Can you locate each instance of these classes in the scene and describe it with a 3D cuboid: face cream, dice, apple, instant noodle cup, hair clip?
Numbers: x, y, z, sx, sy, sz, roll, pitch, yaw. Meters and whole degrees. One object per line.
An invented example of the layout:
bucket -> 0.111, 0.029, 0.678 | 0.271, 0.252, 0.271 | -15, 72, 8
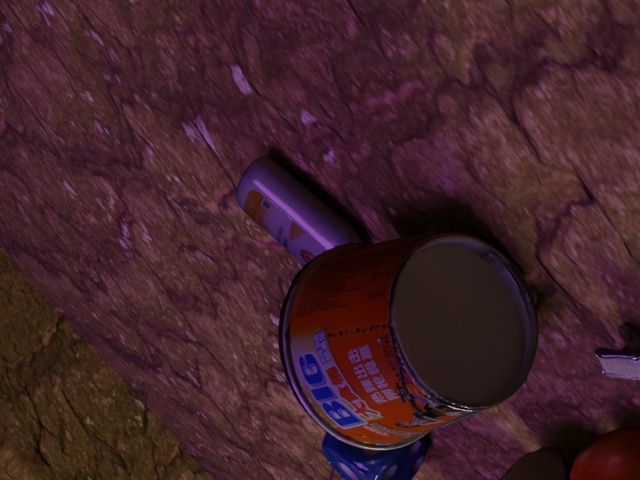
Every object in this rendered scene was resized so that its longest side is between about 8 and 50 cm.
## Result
face cream -> 0.000, 0.000, 1.789 | 0.291, 0.071, 0.144 | 41, 157, 6
dice -> 0.097, 0.365, 2.138 | 0.143, 0.146, 0.146 | 33, 155, 30
apple -> 0.411, 0.319, 1.578 | 0.163, 0.139, 0.163 | 49, 167, 16
instant noodle cup -> 0.122, 0.118, 1.550 | 0.296, 0.296, 0.214 | 49, 148, -11
hair clip -> 0.422, 0.160, 1.377 | 0.218, 0.071, 0.159 | 23, 155, 52

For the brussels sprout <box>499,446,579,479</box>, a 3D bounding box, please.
brussels sprout -> 0.341, 0.409, 1.725 | 0.244, 0.244, 0.244 | 36, 155, 20
